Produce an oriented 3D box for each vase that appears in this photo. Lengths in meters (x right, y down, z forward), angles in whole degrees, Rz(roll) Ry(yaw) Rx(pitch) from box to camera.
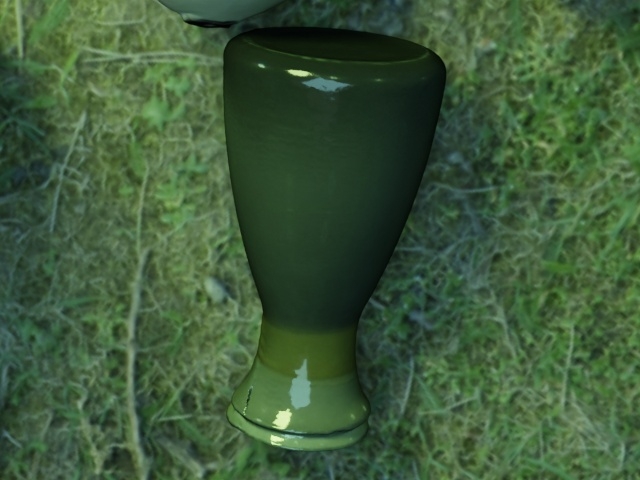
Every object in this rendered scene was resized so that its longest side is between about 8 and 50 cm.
[{"bbox_3d":[0.000,0.000,1.195,0.173,0.173,0.321,6,108,4],"label":"vase"}]

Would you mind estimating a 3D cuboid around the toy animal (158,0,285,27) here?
[{"bbox_3d":[-0.093,-0.297,1.110,0.267,0.212,0.212,45,102,-1],"label":"toy animal"}]
